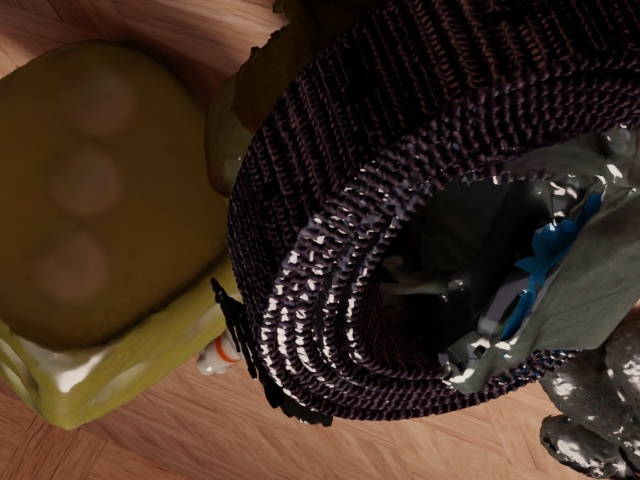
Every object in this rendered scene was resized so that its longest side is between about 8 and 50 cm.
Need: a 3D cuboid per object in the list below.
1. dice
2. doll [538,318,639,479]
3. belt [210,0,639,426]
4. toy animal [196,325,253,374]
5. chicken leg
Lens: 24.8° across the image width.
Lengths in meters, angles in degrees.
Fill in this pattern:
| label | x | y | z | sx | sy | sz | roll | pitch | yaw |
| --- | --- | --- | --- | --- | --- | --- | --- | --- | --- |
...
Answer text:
| label | x | y | z | sx | sy | sz | roll | pitch | yaw |
| --- | --- | --- | --- | --- | --- | --- | --- | --- | --- |
| dice | -0.194 | -0.003 | 1.205 | 0.238 | 0.233 | 0.227 | 51 | 159 | 11 |
| doll | 0.300 | 0.206 | 1.276 | 0.245 | 0.158 | 0.340 | -4 | 142 | 38 |
| belt | 0.084 | -0.019 | 0.838 | 0.260 | 0.122 | 0.325 | 4 | 137 | -26 |
| toy animal | -0.033 | 0.083 | 1.469 | 0.138 | 0.140 | 0.282 | 36 | 158 | 3 |
| chicken leg | 0.024 | -0.099 | 0.920 | 0.201 | 0.153 | 0.429 | 16 | 153 | 6 |
